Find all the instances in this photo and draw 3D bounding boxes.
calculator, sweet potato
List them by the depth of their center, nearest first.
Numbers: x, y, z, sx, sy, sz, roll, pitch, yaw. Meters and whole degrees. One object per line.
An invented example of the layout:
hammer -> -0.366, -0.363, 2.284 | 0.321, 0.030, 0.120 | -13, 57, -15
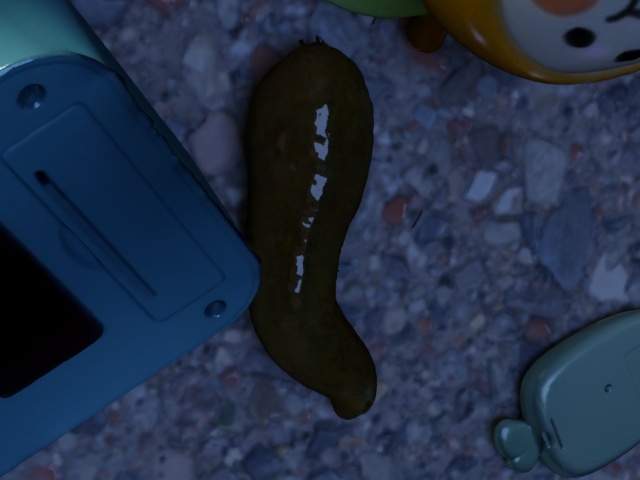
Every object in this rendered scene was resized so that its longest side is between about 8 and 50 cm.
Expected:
sweet potato -> -0.005, 0.003, 0.825 | 0.081, 0.062, 0.233 | -11, 110, -22
calculator -> 0.180, 0.102, 0.952 | 0.153, 0.021, 0.095 | -30, 113, -18

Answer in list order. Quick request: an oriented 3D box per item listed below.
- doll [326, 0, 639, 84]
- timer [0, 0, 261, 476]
doll -> 0.113, -0.171, 0.779 | 0.213, 0.236, 0.213 | 24, 50, -33
timer -> -0.179, 0.013, 0.706 | 0.250, 0.091, 0.232 | -36, 143, -2
